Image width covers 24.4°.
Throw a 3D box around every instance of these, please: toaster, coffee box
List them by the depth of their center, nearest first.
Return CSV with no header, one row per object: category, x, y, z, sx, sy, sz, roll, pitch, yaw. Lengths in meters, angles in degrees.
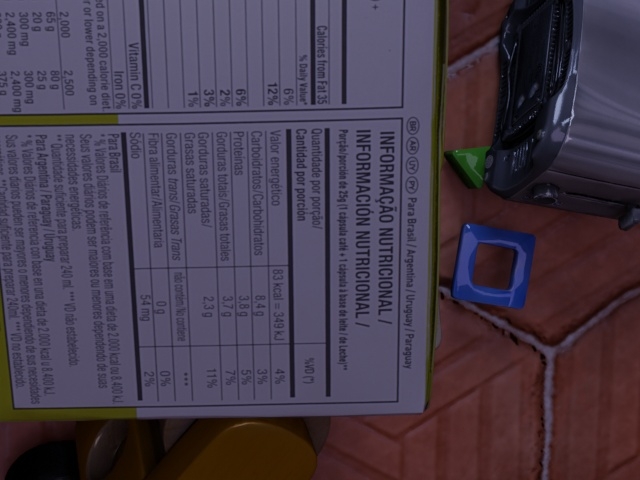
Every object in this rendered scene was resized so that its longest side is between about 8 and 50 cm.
coffee box,-0.102,-0.111,0.927,0.334,0.337,0.338,-1,113,-1
toaster,0.223,-0.121,1.171,0.146,0.129,0.227,16,65,-16

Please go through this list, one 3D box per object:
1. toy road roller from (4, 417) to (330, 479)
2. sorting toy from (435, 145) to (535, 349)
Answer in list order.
toy road roller,-0.075,0.202,1.105,0.241,0.202,0.329,28,110,-28
sorting toy,0.000,0.000,1.194,0.348,0.047,0.196,-5,93,-11
